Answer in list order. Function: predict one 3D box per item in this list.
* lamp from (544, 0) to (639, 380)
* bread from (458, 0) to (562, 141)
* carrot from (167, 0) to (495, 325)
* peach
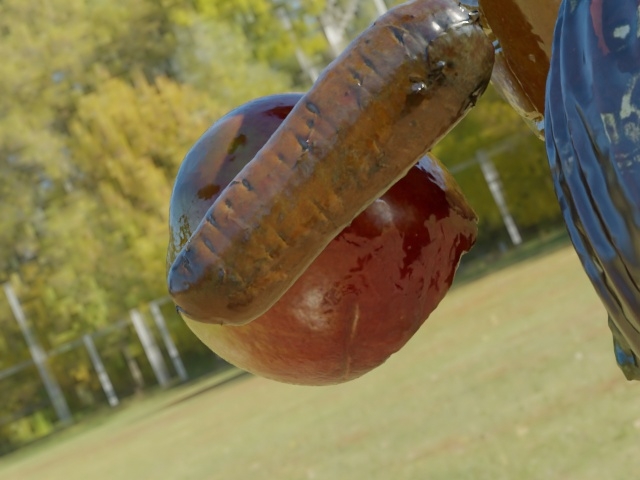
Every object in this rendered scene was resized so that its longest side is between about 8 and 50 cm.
[{"bbox_3d":[0.181,-0.028,0.517,0.247,0.247,0.247,-23,-2,-1],"label":"lamp"},{"bbox_3d":[0.162,-0.161,0.942,0.204,0.288,0.156,-31,14,7],"label":"bread"},{"bbox_3d":[0.002,-0.035,0.749,0.186,0.060,0.060,-45,-2,0],"label":"carrot"},{"bbox_3d":[0.000,0.000,1.059,0.192,0.190,0.190,19,8,13],"label":"peach"}]
